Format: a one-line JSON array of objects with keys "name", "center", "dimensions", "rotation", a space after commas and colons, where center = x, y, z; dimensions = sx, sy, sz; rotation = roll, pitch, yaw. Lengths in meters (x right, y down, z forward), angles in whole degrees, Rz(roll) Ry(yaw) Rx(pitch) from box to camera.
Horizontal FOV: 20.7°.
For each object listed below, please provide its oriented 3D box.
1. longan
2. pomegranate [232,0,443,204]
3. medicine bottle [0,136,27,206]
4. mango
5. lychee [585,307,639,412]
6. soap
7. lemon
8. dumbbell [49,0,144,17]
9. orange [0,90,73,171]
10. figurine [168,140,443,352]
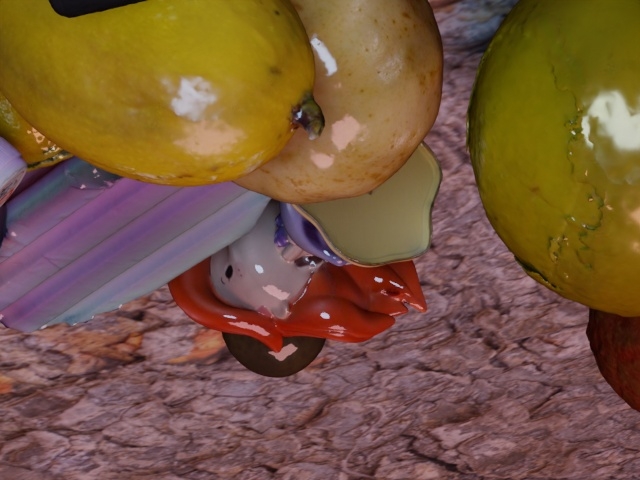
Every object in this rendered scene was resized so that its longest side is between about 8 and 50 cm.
[{"name": "longan", "center": [-0.048, 0.089, 1.795], "dimensions": [0.113, 0.092, 0.113], "rotation": [6, 138, 5]}, {"name": "pomegranate", "center": [-0.010, -0.126, 1.269], "dimensions": [0.207, 0.207, 0.207], "rotation": [-11, 154, -6]}, {"name": "medicine bottle", "center": [-0.298, -0.099, 1.176], "dimensions": [0.078, 0.219, 0.115], "rotation": [-50, 180, -40]}, {"name": "mango", "center": [-0.130, -0.139, 1.125], "dimensions": [0.176, 0.317, 0.119], "rotation": [-49, 159, -14]}, {"name": "lychee", "center": [0.419, 0.097, 1.861], "dimensions": [0.255, 0.300, 0.255], "rotation": [-5, 108, -17]}, {"name": "soap", "center": [-0.174, -0.040, 1.455], "dimensions": [0.324, 0.109, 0.193], "rotation": [-33, 145, 32]}, {"name": "lemon", "center": [0.255, -0.085, 1.397], "dimensions": [0.297, 0.297, 0.297], "rotation": [-11, 154, -6]}, {"name": "dumbbell", "center": [-0.258, -0.203, 0.992], "dimensions": [0.322, 0.204, 0.204], "rotation": [-13, 154, -2]}, {"name": "orange", "center": [-0.199, -0.118, 1.253], "dimensions": [0.154, 0.134, 0.155], "rotation": [-10, 175, -1]}, {"name": "figurine", "center": [-0.003, 0.007, 1.566], "dimensions": [0.208, 0.181, 0.257], "rotation": [-22, 167, -34]}]
